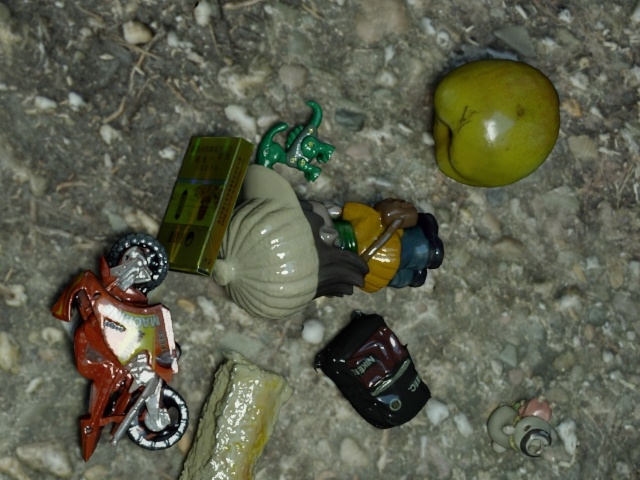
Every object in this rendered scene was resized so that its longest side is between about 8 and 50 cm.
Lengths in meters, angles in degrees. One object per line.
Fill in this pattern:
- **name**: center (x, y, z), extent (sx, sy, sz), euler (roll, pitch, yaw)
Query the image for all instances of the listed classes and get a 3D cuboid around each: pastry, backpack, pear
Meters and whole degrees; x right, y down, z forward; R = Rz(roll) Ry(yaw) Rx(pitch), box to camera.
- **pastry**: center (-0.120, 0.289, 1.888), extent (0.121, 0.089, 0.258), euler (19, 82, -24)
- **backpack**: center (0.085, 0.193, 1.967), extent (0.165, 0.106, 0.120), euler (46, 68, -11)
- **pear**: center (0.257, -0.173, 2.009), extent (0.200, 0.200, 0.200), euler (1, 88, -22)

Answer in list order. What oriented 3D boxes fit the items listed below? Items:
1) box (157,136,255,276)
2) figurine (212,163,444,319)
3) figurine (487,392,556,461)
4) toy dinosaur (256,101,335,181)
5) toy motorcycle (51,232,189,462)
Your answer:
- **box**: center (-0.164, -0.048, 1.865), extent (0.030, 0.121, 0.193), euler (26, 77, -37)
- **figurine**: center (0.010, 0.025, 1.905), extent (0.332, 0.185, 0.204), euler (15, 52, -18)
- **figurine**: center (0.309, 0.276, 2.034), extent (0.081, 0.146, 0.098), euler (8, 84, -21)
- **toy dinosaur**: center (-0.033, -0.139, 1.962), extent (0.096, 0.059, 0.132), euler (30, 85, -13)
- **toy motorcycle**: center (-0.268, 0.142, 1.828), extent (0.171, 0.089, 0.298), euler (-8, 92, -14)
